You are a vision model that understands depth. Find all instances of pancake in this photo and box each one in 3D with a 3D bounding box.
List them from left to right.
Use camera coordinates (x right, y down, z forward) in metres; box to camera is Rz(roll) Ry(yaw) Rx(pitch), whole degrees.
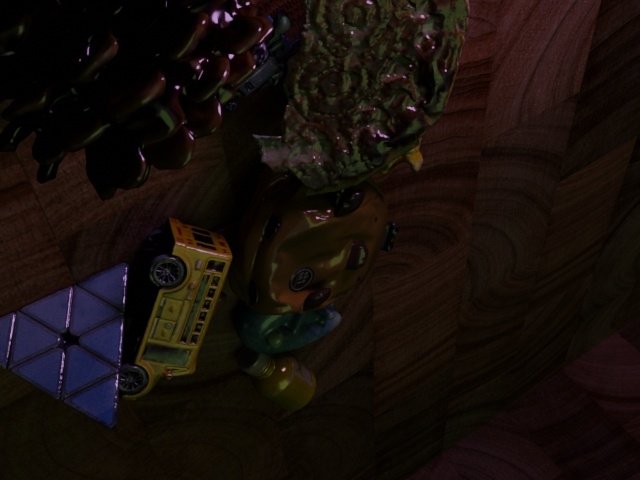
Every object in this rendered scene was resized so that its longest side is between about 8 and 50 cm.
[{"bbox_3d":[0.067,-0.260,1.322,0.305,0.067,0.426,13,116,-14],"label":"pancake"}]

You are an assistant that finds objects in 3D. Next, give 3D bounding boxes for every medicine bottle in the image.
[{"bbox_3d":[-0.112,0.321,1.921,0.122,0.122,0.212,-44,134,2],"label":"medicine bottle"}]

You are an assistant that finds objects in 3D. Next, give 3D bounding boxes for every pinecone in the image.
[{"bbox_3d":[-0.274,-0.263,0.935,0.398,0.397,0.397,-26,142,-23],"label":"pinecone"}]

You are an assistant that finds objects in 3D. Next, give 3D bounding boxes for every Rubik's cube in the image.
[{"bbox_3d":[-0.449,0.203,1.443,0.228,0.228,0.233,-15,-165,22],"label":"Rubik's cube"}]

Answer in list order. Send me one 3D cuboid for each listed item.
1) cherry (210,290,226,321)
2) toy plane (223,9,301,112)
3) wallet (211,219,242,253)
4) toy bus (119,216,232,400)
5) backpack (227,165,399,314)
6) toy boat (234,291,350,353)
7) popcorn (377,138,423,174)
[{"bbox_3d":[-0.291,0.157,1.592,0.226,0.107,0.090,-29,101,-11],"label":"cherry"},{"bbox_3d":[-0.127,-0.268,1.315,0.246,0.078,0.169,-46,146,4],"label":"toy plane"},{"bbox_3d":[-0.196,0.012,1.595,0.197,0.020,0.103,-22,140,-28],"label":"wallet"},{"bbox_3d":[-0.280,0.138,1.467,0.151,0.145,0.331,14,108,-23],"label":"toy bus"},{"bbox_3d":[-0.004,-0.005,1.605,0.378,0.201,0.353,-17,134,-43],"label":"backpack"},{"bbox_3d":[-0.043,0.174,1.833,0.330,0.123,0.215,-5,132,-43],"label":"toy boat"},{"bbox_3d":[0.108,-0.215,1.493,0.235,0.181,0.216,-40,129,-34],"label":"popcorn"}]
